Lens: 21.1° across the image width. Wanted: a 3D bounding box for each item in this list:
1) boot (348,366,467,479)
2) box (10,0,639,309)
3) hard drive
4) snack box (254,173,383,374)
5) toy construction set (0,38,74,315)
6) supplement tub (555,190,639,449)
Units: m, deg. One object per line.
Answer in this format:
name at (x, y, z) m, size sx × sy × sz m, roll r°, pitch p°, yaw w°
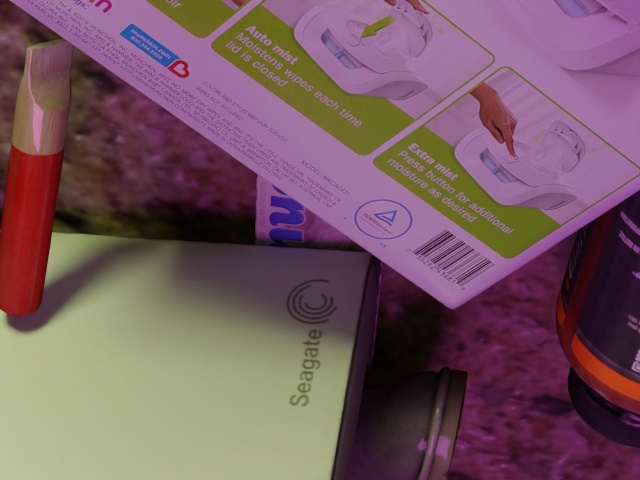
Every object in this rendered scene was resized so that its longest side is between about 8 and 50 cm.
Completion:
boot at (-0.042, 0.088, 0.890) m, size 0.208 × 0.076 × 0.189 m, roll 19°, pitch 155°, yaw -7°
box at (0.041, -0.128, 0.641) m, size 0.262 × 0.126 × 0.231 m, roll 34°, pitch 128°, yaw -26°
hard drive at (-0.164, 0.088, 0.787) m, size 0.353 × 0.233 × 0.047 m, roll 4°, pitch 136°, yaw 8°
snack box at (0.000, 0.000, 0.850) m, size 0.064 × 0.022 × 0.178 m, roll 6°, pitch 136°, yaw 3°
toy construction set at (-0.252, -0.073, 0.688) m, size 0.309 × 0.257 × 0.237 m, roll -1°, pitch 126°, yaw -23°
supplement tub at (0.167, 0.010, 0.786) m, size 0.106 × 0.106 × 0.198 m, roll 8°, pitch 136°, yaw -2°
